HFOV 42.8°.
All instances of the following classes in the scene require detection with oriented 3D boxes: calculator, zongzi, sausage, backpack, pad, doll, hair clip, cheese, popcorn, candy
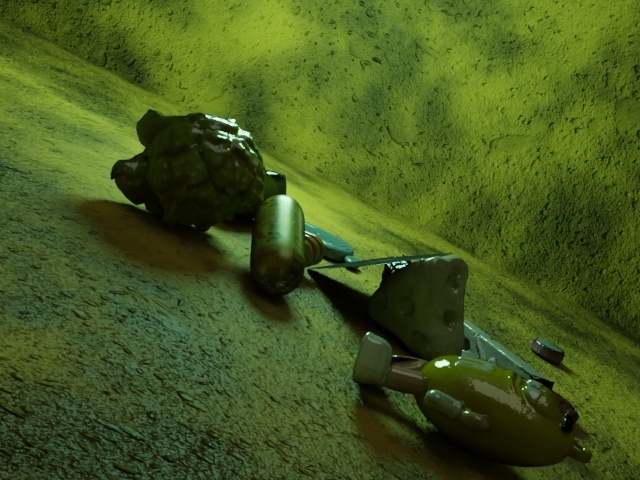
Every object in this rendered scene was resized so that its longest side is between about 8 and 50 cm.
[{"bbox_3d":[0.000,0.000,2.415,0.299,0.041,0.185,30,12,24],"label":"calculator"},{"bbox_3d":[-0.276,-0.144,2.302,0.300,0.145,0.274,13,10,28],"label":"zongzi"},{"bbox_3d":[-0.095,0.003,1.852,0.123,0.123,0.347,23,30,-16],"label":"sausage"},{"bbox_3d":[0.232,0.120,2.239,0.106,0.120,0.165,-4,24,-24],"label":"backpack"},{"bbox_3d":[0.107,0.029,2.002,0.315,0.063,0.375,-9,0,-26],"label":"pad"},{"bbox_3d":[0.244,0.276,1.487,0.423,0.161,0.348,17,9,-19],"label":"doll"},{"bbox_3d":[0.402,0.289,1.914,0.085,0.101,0.331,16,13,-27],"label":"hair clip"},{"bbox_3d":[0.226,0.175,1.924,0.174,0.251,0.248,0,-10,-38],"label":"cheese"},{"bbox_3d":[-0.284,-0.160,1.913,0.279,0.274,0.335,1,-3,39],"label":"popcorn"},{"bbox_3d":[0.684,0.331,2.458,0.103,0.043,0.103,25,12,-6],"label":"candy"}]

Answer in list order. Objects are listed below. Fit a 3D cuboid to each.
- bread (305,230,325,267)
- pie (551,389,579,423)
[{"bbox_3d":[-0.063,0.024,2.028,0.119,0.084,0.177,14,15,21],"label":"bread"},{"bbox_3d":[0.545,0.387,1.932,0.154,0.036,0.154,25,13,-6],"label":"pie"}]
